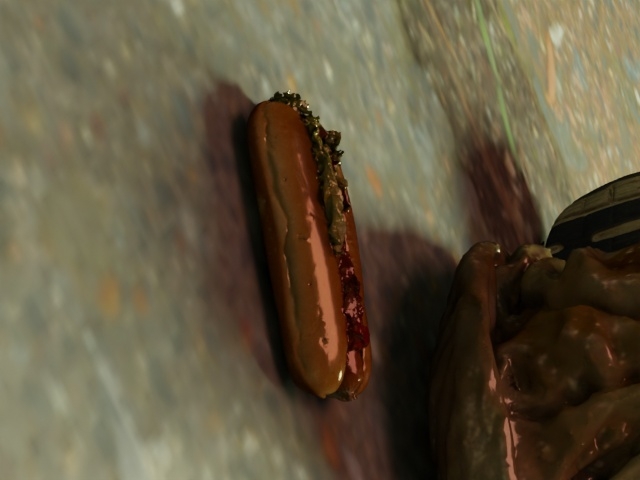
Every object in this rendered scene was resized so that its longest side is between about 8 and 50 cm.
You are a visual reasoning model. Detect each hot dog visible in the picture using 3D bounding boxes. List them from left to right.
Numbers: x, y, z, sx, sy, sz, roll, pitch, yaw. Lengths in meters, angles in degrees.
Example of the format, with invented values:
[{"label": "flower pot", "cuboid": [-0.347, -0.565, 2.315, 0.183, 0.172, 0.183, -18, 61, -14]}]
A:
[{"label": "hot dog", "cuboid": [0.000, 0.000, 0.431, 0.037, 0.021, 0.083, 15, 61, -65]}]

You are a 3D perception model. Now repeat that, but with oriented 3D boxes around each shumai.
[{"label": "shumai", "cuboid": [0.098, 0.054, 0.492, 0.145, 0.116, 0.145, 49, 32, -47]}]

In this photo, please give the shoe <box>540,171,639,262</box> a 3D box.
[{"label": "shoe", "cuboid": [0.119, 0.036, 0.622, 0.071, 0.064, 0.143, 48, 36, -44]}]
